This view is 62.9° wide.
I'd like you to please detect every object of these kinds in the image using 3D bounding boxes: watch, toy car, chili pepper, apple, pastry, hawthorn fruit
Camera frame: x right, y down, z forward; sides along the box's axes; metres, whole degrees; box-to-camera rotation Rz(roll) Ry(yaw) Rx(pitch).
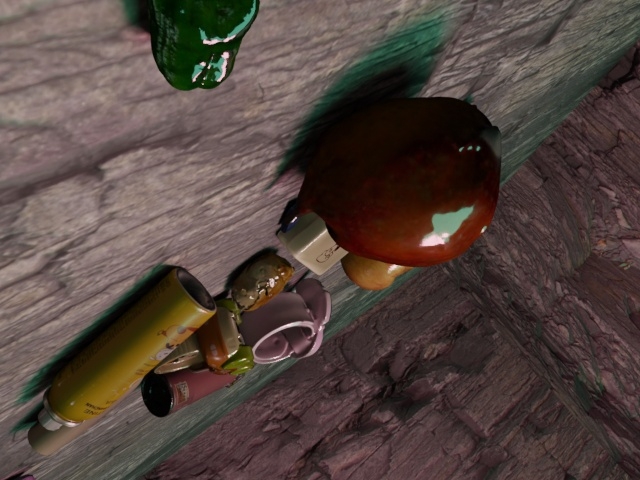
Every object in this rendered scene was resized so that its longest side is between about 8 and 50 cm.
[{"bbox_3d":[-0.106,0.216,1.463,0.231,0.196,0.244,13,127,-45],"label":"watch"},{"bbox_3d":[-0.272,0.243,1.185,0.235,0.145,0.235,-18,161,-6],"label":"toy car"},{"bbox_3d":[-0.082,-0.217,0.375,0.099,0.083,0.253,-23,156,-23],"label":"chili pepper"},{"bbox_3d":[0.168,0.024,1.453,0.261,0.194,0.261,-36,167,-10],"label":"apple"},{"bbox_3d":[-0.127,0.090,1.147,0.153,0.081,0.153,-47,172,-9],"label":"pastry"},{"bbox_3d":[0.137,-0.103,0.885,0.308,0.325,0.308,-160,-90,-77],"label":"hawthorn fruit"}]

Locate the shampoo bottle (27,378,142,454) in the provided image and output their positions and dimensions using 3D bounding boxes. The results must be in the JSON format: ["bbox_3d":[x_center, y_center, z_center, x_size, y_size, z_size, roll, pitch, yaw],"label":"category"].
[{"bbox_3d":[-0.432,0.301,1.003,0.257,0.078,0.127,-40,-175,0],"label":"shampoo bottle"}]

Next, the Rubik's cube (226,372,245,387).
[{"bbox_3d":[-0.289,0.404,1.632,0.093,0.111,0.111,-18,171,17],"label":"Rubik's cube"}]

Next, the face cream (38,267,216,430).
[{"bbox_3d":[-0.339,0.196,0.888,0.349,0.105,0.105,-41,165,4],"label":"face cream"}]

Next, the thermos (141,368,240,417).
[{"bbox_3d":[-0.311,0.357,1.385,0.136,0.109,0.330,-40,165,30],"label":"thermos"}]

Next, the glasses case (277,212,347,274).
[{"bbox_3d":[0.000,0.000,1.212,0.131,0.070,0.313,-40,165,0],"label":"glasses case"}]

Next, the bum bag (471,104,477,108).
[{"bbox_3d":[0.255,-0.201,1.239,0.326,0.079,0.142,-36,161,-13],"label":"bum bag"}]

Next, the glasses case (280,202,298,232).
[{"bbox_3d":[-0.057,-0.048,1.026,0.033,0.023,0.083,-36,167,-37],"label":"glasses case"}]

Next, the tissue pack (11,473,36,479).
[{"bbox_3d":[-0.791,0.653,1.081,0.259,0.122,0.361,-48,162,15],"label":"tissue pack"}]
